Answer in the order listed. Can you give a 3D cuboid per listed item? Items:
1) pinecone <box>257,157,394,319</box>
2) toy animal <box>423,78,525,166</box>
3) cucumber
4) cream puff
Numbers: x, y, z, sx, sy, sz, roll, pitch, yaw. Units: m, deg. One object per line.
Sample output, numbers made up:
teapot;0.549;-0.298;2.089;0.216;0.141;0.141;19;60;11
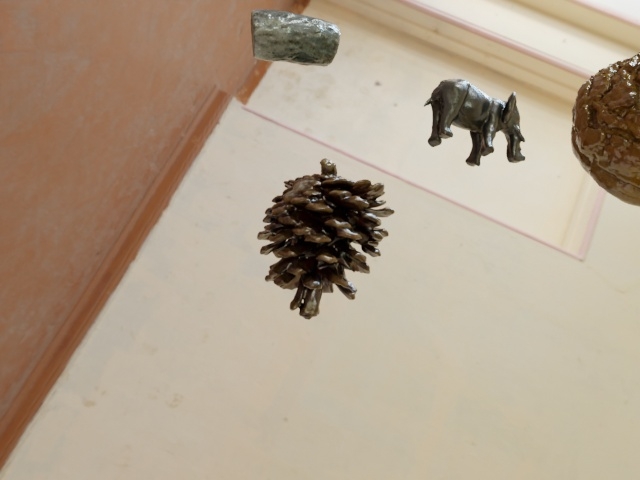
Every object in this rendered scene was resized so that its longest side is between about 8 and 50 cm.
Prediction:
pinecone;-0.002;0.000;0.694;0.212;0.169;0.185;-61;-168;-12
toy animal;0.314;-0.230;0.958;0.114;0.245;0.146;-8;-116;55
cucumber;-0.033;-0.257;0.621;0.064;0.112;0.064;179;-90;-75
cream puff;0.285;-0.097;0.409;0.126;0.144;0.103;-49;165;-22
